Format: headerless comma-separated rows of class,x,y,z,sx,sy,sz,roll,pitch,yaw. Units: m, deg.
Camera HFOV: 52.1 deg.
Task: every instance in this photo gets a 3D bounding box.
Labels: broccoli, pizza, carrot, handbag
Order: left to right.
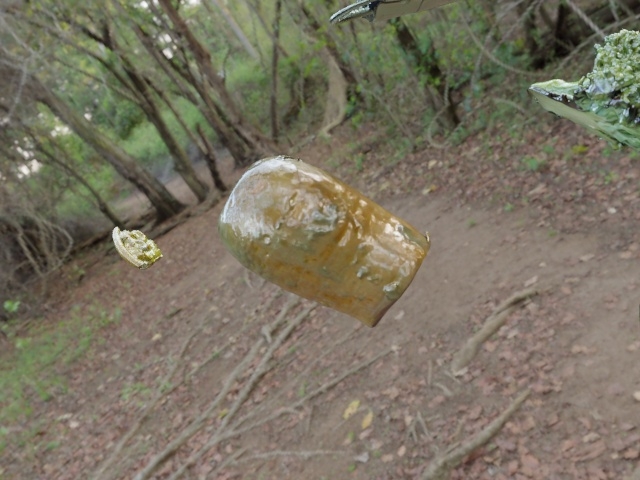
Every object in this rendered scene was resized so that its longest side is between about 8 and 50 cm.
pizza,-0.432,0.014,1.543,0.099,0.160,0.036,-6,-50,-37
carrot,0.000,0.000,1.146,0.224,0.340,0.224,-58,-1,-2
handbag,0.154,-0.421,1.030,0.315,0.109,0.241,-18,5,-3
broccoli,0.530,-0.280,1.159,0.180,0.242,0.273,-54,48,6
